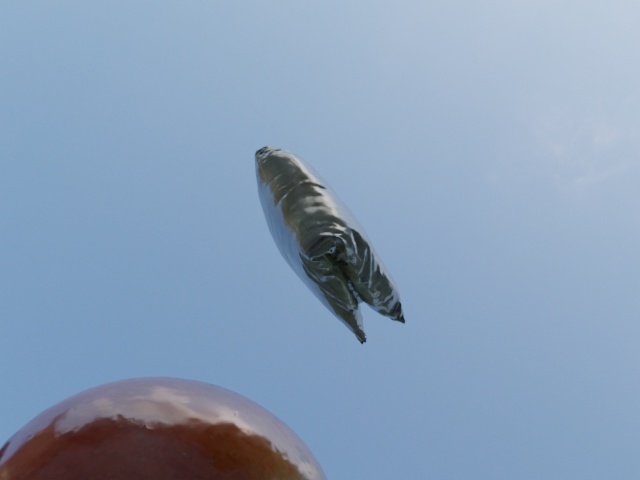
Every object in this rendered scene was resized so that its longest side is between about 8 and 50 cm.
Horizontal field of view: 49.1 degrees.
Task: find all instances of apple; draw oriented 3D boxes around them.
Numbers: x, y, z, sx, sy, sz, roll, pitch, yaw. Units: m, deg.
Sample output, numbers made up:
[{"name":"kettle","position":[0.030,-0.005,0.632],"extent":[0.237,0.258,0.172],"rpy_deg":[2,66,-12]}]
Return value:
[{"name":"apple","position":[-0.153,0.315,0.663],"extent":[0.364,0.364,0.364],"rpy_deg":[-1,-104,3]}]

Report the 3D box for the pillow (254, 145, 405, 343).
[{"name":"pillow","position":[0.000,0.000,0.643],"extent":[0.078,0.134,0.181],"rpy_deg":[-33,-138,-1]}]
